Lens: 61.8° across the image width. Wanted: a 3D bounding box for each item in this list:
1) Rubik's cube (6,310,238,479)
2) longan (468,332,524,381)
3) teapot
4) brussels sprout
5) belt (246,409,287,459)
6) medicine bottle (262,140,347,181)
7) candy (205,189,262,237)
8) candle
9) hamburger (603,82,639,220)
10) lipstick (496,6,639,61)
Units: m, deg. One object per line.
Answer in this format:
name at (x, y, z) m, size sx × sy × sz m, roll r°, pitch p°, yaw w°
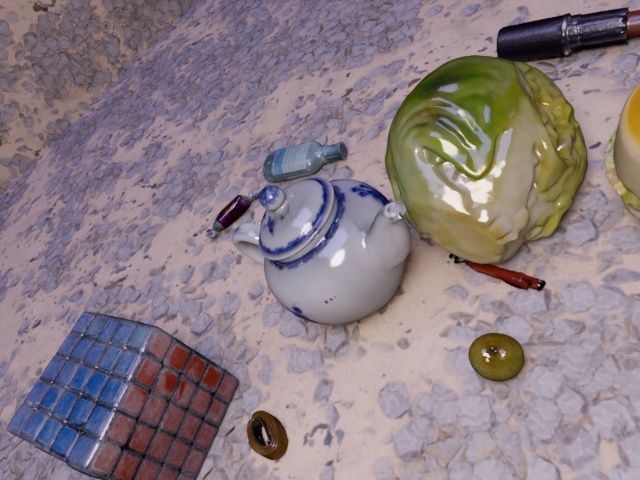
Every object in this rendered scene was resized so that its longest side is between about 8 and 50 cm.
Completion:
Rubik's cube at (-0.332, 0.284, 0.928) m, size 0.236 × 0.238 × 0.237 m, roll 3°, pitch 56°, yaw 36°
longan at (0.243, 0.160, 0.744) m, size 0.075 × 0.083 × 0.075 m, roll -14°, pitch 58°, yaw 24°
teapot at (0.000, 0.000, 0.894) m, size 0.423 × 0.280 × 0.253 m, roll -6°, pitch 53°, yaw 47°
brussels sprout at (0.253, -0.141, 0.857) m, size 0.343 × 0.268 × 0.344 m, roll -13°, pitch 53°, yaw 18°
belt at (-0.091, 0.320, 0.879) m, size 0.059 × 0.036 × 0.083 m, roll -42°, pitch 41°, yaw -1°
medicine bottle at (-0.038, -0.191, 1.261) m, size 0.208 × 0.054 × 0.090 m, roll -8°, pitch 50°, yaw 28°
candy at (-0.212, -0.069, 1.288) m, size 0.175 × 0.043 × 0.045 m, roll -43°, pitch 33°, yaw -3°
candle at (0.276, 0.049, 0.862) m, size 0.167 × 0.021 × 0.026 m, roll 21°, pitch 68°, yaw 43°
hamburger at (0.543, -0.125, 0.706) m, size 0.300 × 0.176 × 0.300 m, roll -19°, pitch 45°, yaw 20°
lipstick at (0.497, -0.405, 1.046) m, size 0.299 × 0.081 × 0.081 m, roll 3°, pitch 57°, yaw 38°
